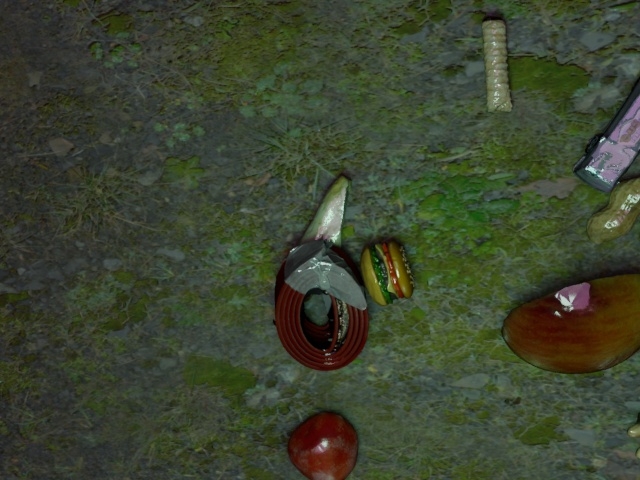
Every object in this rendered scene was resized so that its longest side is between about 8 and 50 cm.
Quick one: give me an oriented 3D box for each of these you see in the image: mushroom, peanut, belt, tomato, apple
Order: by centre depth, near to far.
[{"bbox_3d":[0.670,-0.070,1.692,0.089,0.089,0.192,41,105,6],"label":"peanut"},{"bbox_3d":[0.575,0.186,1.700,0.346,0.179,0.254,-20,109,16],"label":"apple"},{"bbox_3d":[-0.002,0.154,1.813,0.228,0.115,0.323,-9,117,0],"label":"belt"},{"bbox_3d":[0.003,0.002,1.869,0.107,0.087,0.333,33,101,9],"label":"mushroom"},{"bbox_3d":[0.013,0.523,1.898,0.187,0.151,0.186,1,96,9],"label":"tomato"}]

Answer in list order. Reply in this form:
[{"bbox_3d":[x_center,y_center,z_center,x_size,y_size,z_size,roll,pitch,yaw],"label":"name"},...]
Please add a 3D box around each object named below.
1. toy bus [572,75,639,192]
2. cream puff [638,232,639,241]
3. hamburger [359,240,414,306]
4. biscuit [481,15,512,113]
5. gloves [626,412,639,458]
[{"bbox_3d":[0.678,-0.250,1.638,0.113,0.138,0.316,34,102,10],"label":"toy bus"},{"bbox_3d":[0.773,-0.007,1.641,0.146,0.116,0.146,0,88,-9],"label":"cream puff"},{"bbox_3d":[0.158,0.076,1.804,0.115,0.162,0.161,-18,92,9],"label":"hamburger"},{"bbox_3d":[0.403,-0.400,1.732,0.061,0.055,0.219,-3,96,4],"label":"biscuit"},{"bbox_3d":[0.858,0.437,1.663,0.357,0.203,0.155,0,75,9],"label":"gloves"}]
